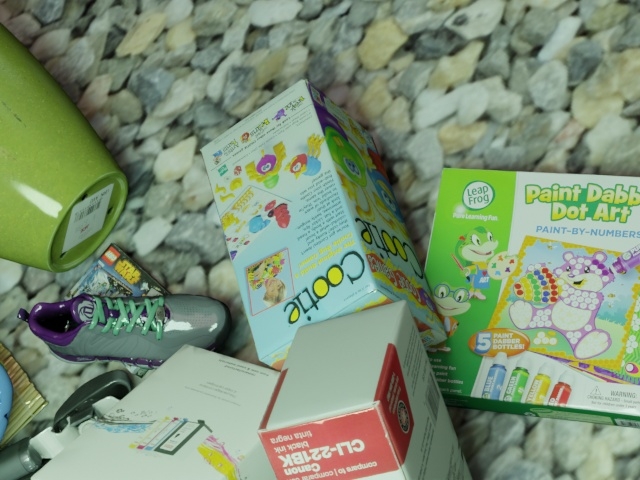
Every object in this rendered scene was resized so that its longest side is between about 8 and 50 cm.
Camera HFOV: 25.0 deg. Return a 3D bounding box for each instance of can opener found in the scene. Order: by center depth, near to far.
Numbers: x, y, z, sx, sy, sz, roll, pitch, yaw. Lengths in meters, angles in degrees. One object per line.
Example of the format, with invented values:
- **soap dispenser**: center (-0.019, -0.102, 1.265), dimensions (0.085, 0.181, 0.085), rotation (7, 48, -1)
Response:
- **can opener**: center (-0.317, 0.244, 1.585), dimensions (0.280, 0.074, 0.093), rotation (-30, 27, 6)

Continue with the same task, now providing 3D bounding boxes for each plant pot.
- **plant pot**: center (-0.375, -0.098, 1.650), dimensions (0.293, 0.275, 0.275), rotation (34, 84, 16)

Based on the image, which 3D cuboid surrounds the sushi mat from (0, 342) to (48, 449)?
- **sushi mat**: center (-0.463, 0.246, 1.660), dimensions (0.316, 0.019, 0.151), rotation (-45, 59, -1)

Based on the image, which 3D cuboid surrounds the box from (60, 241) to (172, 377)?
- **box**: center (-0.218, 0.077, 1.629), dimensions (0.137, 0.027, 0.094), rotation (40, 88, 29)

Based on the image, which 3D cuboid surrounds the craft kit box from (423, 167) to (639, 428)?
- **craft kit box**: center (0.225, 0.053, 1.450), dimensions (0.250, 0.061, 0.247), rotation (3, 67, 23)

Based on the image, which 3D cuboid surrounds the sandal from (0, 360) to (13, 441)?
- **sandal**: center (-0.428, 0.246, 1.471), dimensions (0.126, 0.138, 0.317), rotation (38, 76, -7)

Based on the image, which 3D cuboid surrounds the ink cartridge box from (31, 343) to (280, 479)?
- **ink cartridge box**: center (-0.122, 0.245, 1.370), dimensions (0.168, 0.171, 0.232), rotation (14, 39, 33)

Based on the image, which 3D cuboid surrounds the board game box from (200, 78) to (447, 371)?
- **board game box**: center (0.000, 0.000, 1.477), dimensions (0.144, 0.142, 0.275), rotation (-32, 52, 19)

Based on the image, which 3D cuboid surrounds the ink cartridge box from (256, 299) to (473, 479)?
- **ink cartridge box**: center (0.059, 0.223, 1.290), dimensions (0.114, 0.273, 0.197), rotation (-16, 20, 17)

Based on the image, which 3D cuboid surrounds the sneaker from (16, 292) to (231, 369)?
- **sneaker**: center (-0.211, 0.092, 1.546), dimensions (0.223, 0.098, 0.083), rotation (-8, 68, 19)
